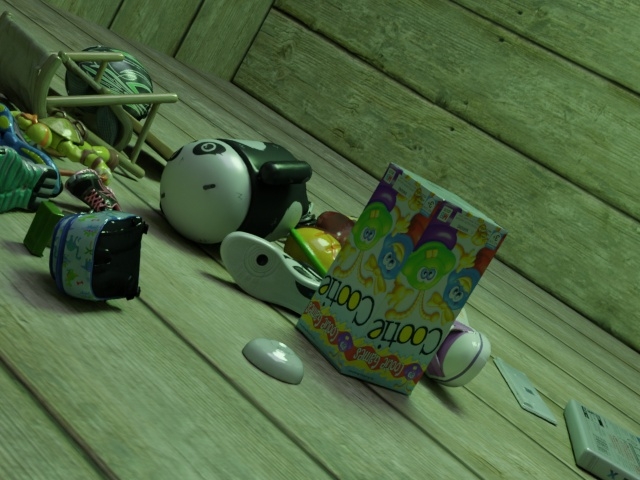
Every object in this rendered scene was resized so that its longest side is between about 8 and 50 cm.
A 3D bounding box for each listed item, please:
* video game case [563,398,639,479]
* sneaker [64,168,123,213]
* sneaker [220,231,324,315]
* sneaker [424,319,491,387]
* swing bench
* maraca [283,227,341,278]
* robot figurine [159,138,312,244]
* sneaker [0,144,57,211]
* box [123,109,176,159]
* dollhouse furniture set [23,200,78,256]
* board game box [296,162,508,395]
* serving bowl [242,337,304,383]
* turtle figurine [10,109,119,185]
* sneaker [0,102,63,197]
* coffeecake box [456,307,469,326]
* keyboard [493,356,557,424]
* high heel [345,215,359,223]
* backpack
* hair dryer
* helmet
[{"bbox_3d":[0.550,0.388,1.942,0.300,0.036,0.329,30,9,4],"label":"video game case"},{"bbox_3d":[-0.317,-0.060,1.663,0.057,0.047,0.119,52,5,27],"label":"sneaker"},{"bbox_3d":[-0.071,0.050,1.780,0.217,0.079,0.121,35,4,-20],"label":"sneaker"},{"bbox_3d":[0.144,0.134,1.830,0.161,0.102,0.282,38,-5,-25],"label":"sneaker"},{"bbox_3d":[-0.432,-0.255,2.031,0.255,0.165,0.253,14,18,-39],"label":"swing bench"},{"bbox_3d":[0.007,0.055,1.908,0.185,0.099,0.127,53,2,-19],"label":"maraca"},{"bbox_3d":[-0.134,-0.081,1.889,0.173,0.209,0.278,43,24,25],"label":"robot figurine"},{"bbox_3d":[-0.418,-0.085,1.464,0.098,0.083,0.224,26,-2,11],"label":"sneaker"},{"bbox_3d":[-0.302,-0.174,2.213,0.201,0.021,0.164,41,-4,32],"label":"box"},{"bbox_3d":[-0.284,0.002,1.429,0.152,0.058,0.076,21,13,-41],"label":"dollhouse furniture set"},{"bbox_3d":[0.114,0.056,1.656,0.144,0.275,0.142,22,12,-37],"label":"board game box"},{"bbox_3d":[-0.054,0.145,1.456,0.083,0.027,0.083,29,10,-6],"label":"serving bowl"},{"bbox_3d":[-0.407,-0.158,1.788,0.269,0.087,0.217,23,3,12],"label":"turtle figurine"},{"bbox_3d":[-0.428,-0.123,1.644,0.188,0.067,0.078,43,-12,22],"label":"sneaker"},{"bbox_3d":[0.186,0.134,2.083,0.142,0.068,0.185,29,10,-1],"label":"coffeecake box"},{"bbox_3d":[0.365,0.268,2.098,0.072,0.014,0.256,33,9,-9],"label":"keyboard"},{"bbox_3d":[0.156,0.016,2.508,0.261,0.093,0.186,17,19,-16],"label":"high heel"},{"bbox_3d":[-0.257,0.017,1.317,0.084,0.105,0.114,9,5,15],"label":"backpack"},{"bbox_3d":[0.000,0.000,2.306,0.294,0.080,0.223,24,26,-3],"label":"hair dryer"},{"bbox_3d":[-0.414,-0.300,2.298,0.169,0.169,0.161,30,-7,3],"label":"helmet"}]
